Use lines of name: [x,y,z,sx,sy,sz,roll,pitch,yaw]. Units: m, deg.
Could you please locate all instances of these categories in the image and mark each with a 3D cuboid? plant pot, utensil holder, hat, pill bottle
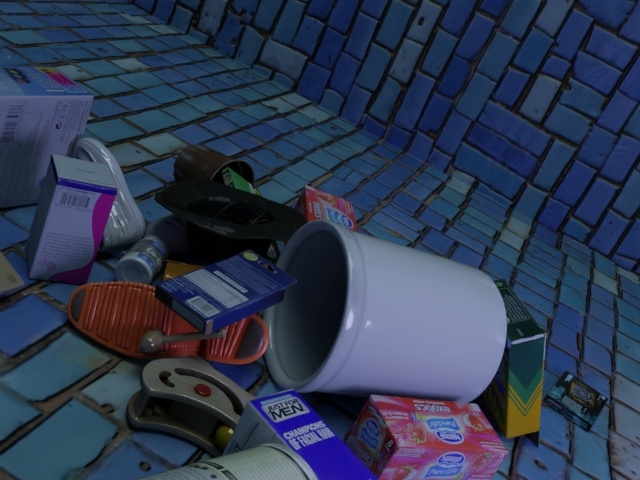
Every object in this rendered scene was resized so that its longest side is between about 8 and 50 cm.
plant pot: [-0.289,-0.167,1.990,0.165,0.167,0.167,32,23,32]
utensil holder: [0.128,0.160,1.512,0.385,0.328,0.327,15,26,-28]
hat: [-0.206,-0.021,1.676,0.331,0.134,0.331,12,22,-5]
pill bottle: [-0.364,0.043,1.567,0.078,0.078,0.137,24,24,-3]

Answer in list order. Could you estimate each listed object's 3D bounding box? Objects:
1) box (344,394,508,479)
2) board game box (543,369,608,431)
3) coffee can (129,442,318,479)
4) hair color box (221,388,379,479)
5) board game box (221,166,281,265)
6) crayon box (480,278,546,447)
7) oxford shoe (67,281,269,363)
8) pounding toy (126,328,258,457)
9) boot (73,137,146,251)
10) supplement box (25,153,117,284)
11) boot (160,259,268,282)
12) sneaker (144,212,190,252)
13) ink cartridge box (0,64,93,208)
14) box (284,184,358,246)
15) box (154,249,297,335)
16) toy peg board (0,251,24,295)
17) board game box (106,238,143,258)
box: [0.192,0.374,1.376,0.257,0.123,0.128,12,28,-29]
board game box: [0.636,0.396,1.888,0.126,0.026,0.186,35,26,22]
coffee can: [-0.149,0.376,0.936,0.275,0.201,0.201,-1,35,-46]
hair color box: [-0.001,0.394,1.069,0.339,0.185,0.110,41,28,30]
board game box: [-0.166,-0.053,1.866,0.136,0.030,0.260,34,27,-51]
crayon box: [0.399,0.274,1.638,0.083,0.323,0.203,-12,32,-7]
oxford shoe: [-0.281,0.160,1.406,0.363,0.130,0.133,15,-8,-7]
pounding toy: [-0.207,0.235,1.229,0.269,0.155,0.154,32,20,15]
boot: [-0.476,-0.099,1.596,0.123,0.095,0.258,-24,79,-54]
supplement box: [-0.478,-0.037,1.445,0.111,0.220,0.114,11,26,-32]
boot: [-0.218,0.081,1.557,0.211,0.104,0.295,10,-2,-3]
sneaker: [-0.305,-0.061,1.787,0.106,0.123,0.290,33,25,12]
ink cartridge box: [-0.681,-0.207,1.531,0.151,0.270,0.395,33,24,20]
box: [0.000,0.000,1.925,0.142,0.154,0.300,20,23,-13]
box: [-0.162,0.087,1.350,0.136,0.036,0.225,31,35,32]
toy peg board: [-0.631,0.058,1.302,0.161,0.079,0.161,48,29,11]
board game box: [-0.439,0.004,1.645,0.090,0.020,0.090,26,24,-1]
